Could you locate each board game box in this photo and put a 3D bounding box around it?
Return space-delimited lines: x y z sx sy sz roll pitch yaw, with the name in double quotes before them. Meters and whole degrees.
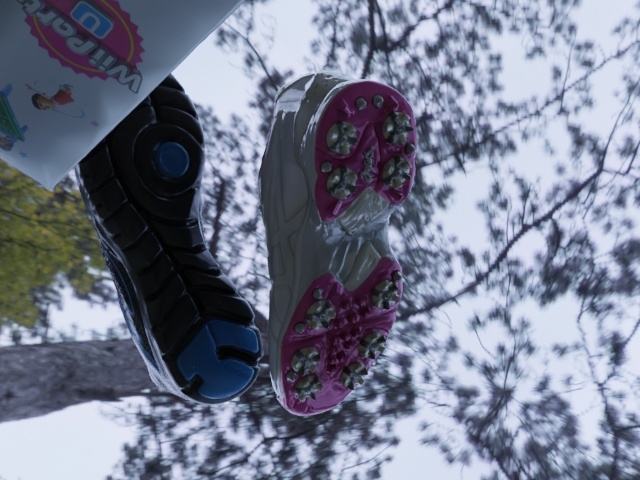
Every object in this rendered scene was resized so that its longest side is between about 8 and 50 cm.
"board game box" -0.070 -0.188 0.556 0.097 0.303 0.224 35 -128 -20

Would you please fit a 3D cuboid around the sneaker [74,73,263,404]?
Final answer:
"sneaker" -0.166 -0.009 1.023 0.125 0.139 0.341 -15 -91 -29

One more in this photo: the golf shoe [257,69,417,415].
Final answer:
"golf shoe" 0.000 0.000 0.949 0.140 0.115 0.306 36 -58 51
